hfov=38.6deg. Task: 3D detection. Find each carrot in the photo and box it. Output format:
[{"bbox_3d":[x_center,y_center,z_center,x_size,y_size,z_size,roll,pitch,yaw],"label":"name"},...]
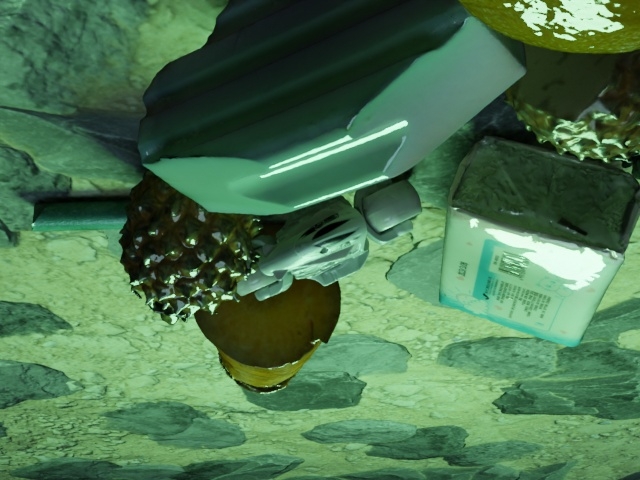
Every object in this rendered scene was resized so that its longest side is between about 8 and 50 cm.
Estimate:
[{"bbox_3d":[-0.068,0.106,1.263,0.195,0.196,0.254,-1,162,-1],"label":"carrot"}]

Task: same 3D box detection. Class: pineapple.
[{"bbox_3d":[-0.150,0.012,1.036,0.166,0.166,0.193,10,113,-19],"label":"pineapple"},{"bbox_3d":[0.289,-0.126,0.877,0.170,0.141,0.310,-4,165,40],"label":"pineapple"}]

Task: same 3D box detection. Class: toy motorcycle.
[{"bbox_3d":[0.000,0.000,1.086,0.254,0.112,0.112,-25,147,12],"label":"toy motorcycle"}]

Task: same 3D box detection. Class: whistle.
[{"bbox_3d":[-0.260,-0.031,1.122,0.186,0.039,0.039,-1,152,1],"label":"whistle"}]

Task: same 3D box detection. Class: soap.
[{"bbox_3d":[0.000,-0.136,0.765,0.323,0.193,0.109,-18,148,29],"label":"soap"}]

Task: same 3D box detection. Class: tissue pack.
[{"bbox_3d":[0.248,0.008,1.082,0.201,0.124,0.271,15,156,11],"label":"tissue pack"}]

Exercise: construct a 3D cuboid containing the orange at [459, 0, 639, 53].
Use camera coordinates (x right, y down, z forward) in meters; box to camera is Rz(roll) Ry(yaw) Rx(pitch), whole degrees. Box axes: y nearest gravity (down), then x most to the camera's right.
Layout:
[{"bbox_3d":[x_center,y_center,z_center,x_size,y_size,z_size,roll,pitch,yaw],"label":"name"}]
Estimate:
[{"bbox_3d":[0.166,-0.234,0.535,0.264,0.264,0.264,-1,152,0],"label":"orange"}]
